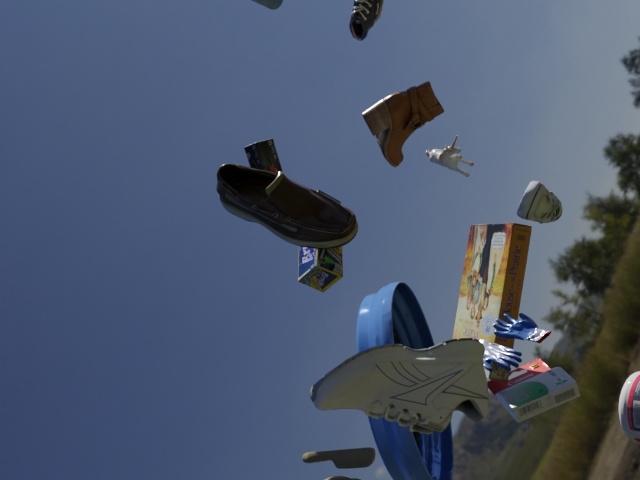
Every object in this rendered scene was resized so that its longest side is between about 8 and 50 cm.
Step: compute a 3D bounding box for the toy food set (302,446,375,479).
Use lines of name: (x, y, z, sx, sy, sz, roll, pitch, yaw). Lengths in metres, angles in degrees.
toy food set: (0.029, 0.367, 0.930, 0.038, 0.132, 0.192, 28, -123, -47)

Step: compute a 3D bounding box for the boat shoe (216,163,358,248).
boat shoe: (-0.063, -0.062, 1.180, 0.095, 0.257, 0.095, -62, -24, -30)

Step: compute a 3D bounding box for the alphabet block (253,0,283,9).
alphabet block: (-0.132, -0.479, 1.076, 0.192, 0.197, 0.194, 18, -73, -30)

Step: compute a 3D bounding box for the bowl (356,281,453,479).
bowl: (0.161, 0.274, 1.365, 0.391, 0.077, 0.392, -15, -90, -73)

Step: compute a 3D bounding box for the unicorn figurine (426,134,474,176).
unicorn figurine: (0.295, -0.187, 1.665, 0.111, 0.162, 0.060, 18, -97, -28)

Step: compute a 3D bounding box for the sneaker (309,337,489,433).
sneaker: (0.130, 0.222, 1.072, 0.111, 0.296, 0.130, 122, 140, -58)

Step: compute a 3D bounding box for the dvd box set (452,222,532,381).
dvd box set: (0.473, 0.162, 2.059, 0.307, 0.062, 0.421, -175, 94, -80)

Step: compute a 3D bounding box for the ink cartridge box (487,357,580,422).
ink cartridge box: (0.553, 0.379, 1.940, 0.225, 0.180, 0.056, -122, 10, -69)

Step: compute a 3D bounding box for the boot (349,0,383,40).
boot: (0.100, -0.514, 1.569, 0.086, 0.069, 0.190, -63, -14, -15)

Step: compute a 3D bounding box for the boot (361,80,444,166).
boot: (0.185, -0.237, 1.505, 0.152, 0.073, 0.197, -27, -30, 9)

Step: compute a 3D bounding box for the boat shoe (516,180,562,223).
boat shoe: (0.476, -0.077, 1.544, 0.226, 0.075, 0.083, -10, -58, -65)

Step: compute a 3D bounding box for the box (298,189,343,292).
box: (0.000, 0.000, 1.233, 0.059, 0.054, 0.169, -41, 35, 38)

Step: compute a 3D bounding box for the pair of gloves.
pair of gloves: (0.465, 0.252, 1.811, 0.198, 0.159, 0.023, -36, -63, -20)

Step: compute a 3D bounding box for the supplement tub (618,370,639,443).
supplement tub: (0.919, 0.436, 1.834, 0.191, 0.272, 0.191, 2, -94, -39)

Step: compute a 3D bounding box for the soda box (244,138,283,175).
soda box: (-0.130, -0.162, 1.807, 0.060, 0.053, 0.169, -21, -84, -40)
